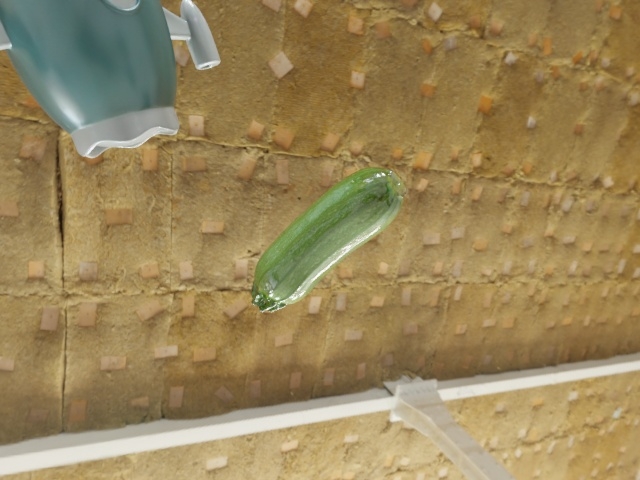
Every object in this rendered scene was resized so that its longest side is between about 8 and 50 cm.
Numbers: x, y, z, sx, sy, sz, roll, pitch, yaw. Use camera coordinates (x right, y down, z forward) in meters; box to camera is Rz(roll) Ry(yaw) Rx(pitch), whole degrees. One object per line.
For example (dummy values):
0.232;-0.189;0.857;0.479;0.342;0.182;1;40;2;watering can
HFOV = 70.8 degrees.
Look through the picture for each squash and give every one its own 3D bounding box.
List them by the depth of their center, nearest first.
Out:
0.000;0.000;0.490;0.219;0.077;0.068;-44;-32;21;squash

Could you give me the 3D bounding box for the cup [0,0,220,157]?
-0.227;-0.182;0.465;0.300;0.168;0.173;-31;-69;-43;cup
